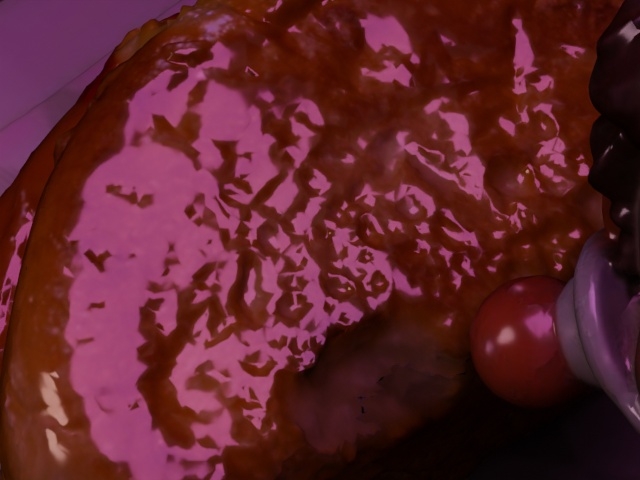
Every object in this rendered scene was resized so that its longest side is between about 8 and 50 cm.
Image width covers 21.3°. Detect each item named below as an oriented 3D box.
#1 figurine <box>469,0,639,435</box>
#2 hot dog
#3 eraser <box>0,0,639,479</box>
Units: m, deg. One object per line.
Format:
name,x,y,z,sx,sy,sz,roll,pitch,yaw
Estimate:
figurine,0.126,0.021,0.387,0.160,0.226,0.183,-17,25,-34
hot dog,0.000,0.000,0.515,0.256,0.150,0.153,-31,67,-21
eraser,-0.001,0.039,0.623,0.397,0.082,0.213,34,58,25
